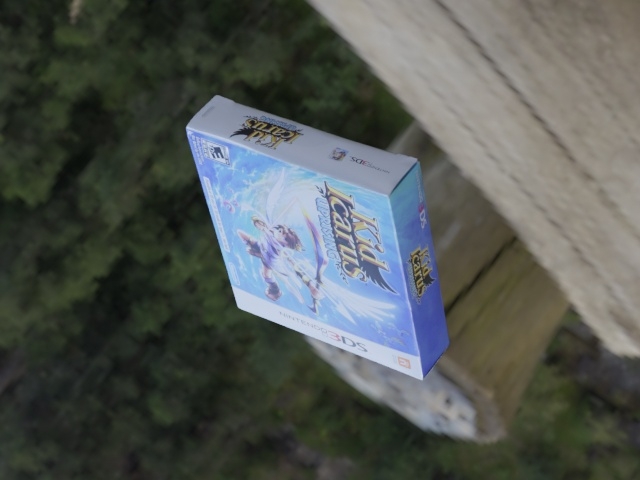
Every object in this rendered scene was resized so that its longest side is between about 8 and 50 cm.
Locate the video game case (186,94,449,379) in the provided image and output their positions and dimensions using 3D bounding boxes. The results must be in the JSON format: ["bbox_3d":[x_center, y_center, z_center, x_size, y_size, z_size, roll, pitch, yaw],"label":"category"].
[{"bbox_3d":[0.000,0.000,1.582,0.244,0.061,0.269,19,142,29],"label":"video game case"}]
